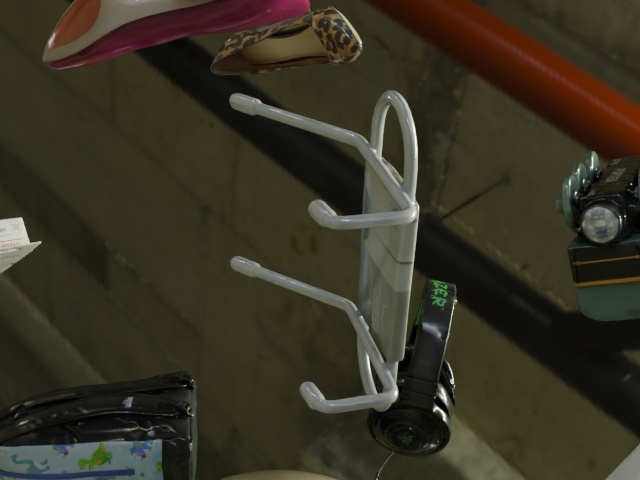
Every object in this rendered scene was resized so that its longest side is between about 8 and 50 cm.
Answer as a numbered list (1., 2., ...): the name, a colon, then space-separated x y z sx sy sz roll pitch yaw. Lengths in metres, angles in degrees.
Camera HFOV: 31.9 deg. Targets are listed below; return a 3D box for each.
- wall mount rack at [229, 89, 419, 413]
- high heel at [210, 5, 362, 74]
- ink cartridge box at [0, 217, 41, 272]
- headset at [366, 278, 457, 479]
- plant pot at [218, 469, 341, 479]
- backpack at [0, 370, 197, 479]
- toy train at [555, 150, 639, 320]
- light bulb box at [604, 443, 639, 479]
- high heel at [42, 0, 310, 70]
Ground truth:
1. wall mount rack: 0.000 0.000 1.140 0.304 0.131 0.350 -121 -150 -57
2. high heel: -0.053 -0.278 1.687 0.261 0.186 0.093 38 -23 59
3. ink cartridge box: -0.540 0.013 1.805 0.181 0.104 0.061 -27 -101 44
4. headset: 0.172 0.259 1.769 0.185 0.243 0.394 15 -72 4
5. plant pot: -0.086 0.440 1.592 0.191 0.284 0.284 30 -31 -13
6. backpack: -0.402 0.365 1.951 0.290 0.356 0.273 -112 -151 -68
7. toy train: 0.411 -0.019 1.519 0.142 0.334 0.190 -6 -78 24
8. light bulb box: 0.522 0.339 1.244 0.361 0.358 0.225 52 -9 -34
9. high heel: -0.203 -0.288 1.524 0.377 0.127 0.181 -18 -35 33
